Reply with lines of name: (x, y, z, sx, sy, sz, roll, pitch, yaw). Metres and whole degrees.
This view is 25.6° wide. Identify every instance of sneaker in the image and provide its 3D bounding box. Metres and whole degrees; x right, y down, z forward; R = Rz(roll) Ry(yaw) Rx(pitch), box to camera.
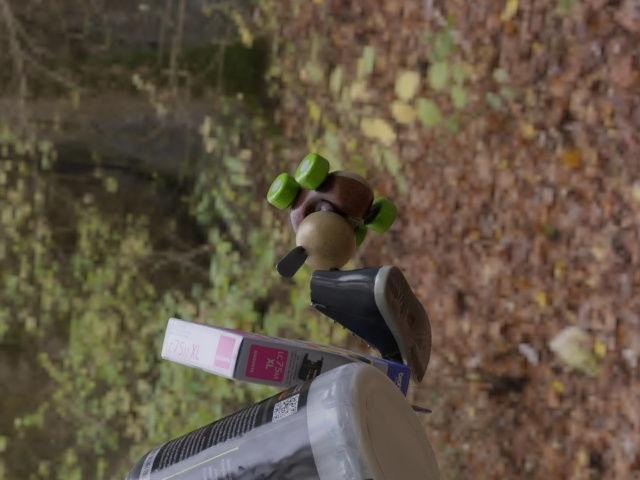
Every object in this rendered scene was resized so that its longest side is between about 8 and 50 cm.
sneaker: (0.070, 0.107, 1.869, 0.083, 0.118, 0.222, -64, -34, -36)

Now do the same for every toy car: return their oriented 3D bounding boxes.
toy car: (0.000, 0.000, 2.017, 0.149, 0.155, 0.188, -32, 33, 49)

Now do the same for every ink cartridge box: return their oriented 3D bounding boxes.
ink cartridge box: (-0.023, 0.159, 1.789, 0.186, 0.311, 0.065, 8, 83, 55)

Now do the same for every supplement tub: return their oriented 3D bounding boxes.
supplement tub: (-0.060, 0.276, 1.449, 0.207, 0.338, 0.207, 51, -156, -34)
